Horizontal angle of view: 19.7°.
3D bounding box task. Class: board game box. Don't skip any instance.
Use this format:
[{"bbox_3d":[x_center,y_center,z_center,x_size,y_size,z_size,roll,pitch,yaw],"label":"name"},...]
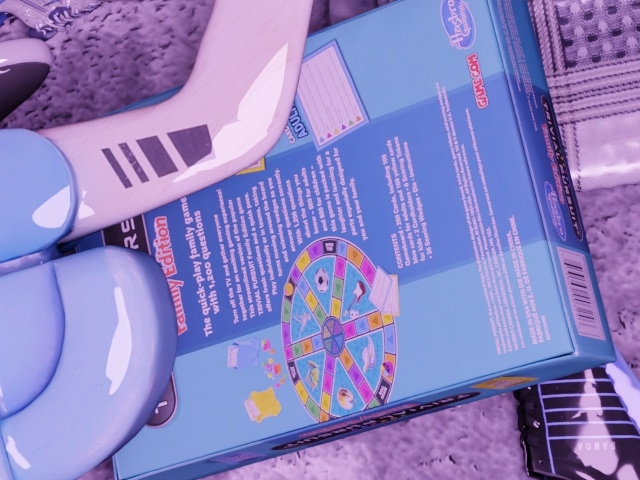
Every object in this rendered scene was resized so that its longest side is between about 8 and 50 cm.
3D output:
[{"bbox_3d":[0.000,0.000,1.212,0.336,0.079,0.253,-18,75,25],"label":"board game box"}]

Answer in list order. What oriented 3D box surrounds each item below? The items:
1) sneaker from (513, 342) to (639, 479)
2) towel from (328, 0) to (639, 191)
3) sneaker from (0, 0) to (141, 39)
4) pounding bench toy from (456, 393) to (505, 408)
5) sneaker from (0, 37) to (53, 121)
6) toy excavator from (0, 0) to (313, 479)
[{"bbox_3d":[0.162,0.111,1.223,0.090,0.081,0.232,-33,77,-9],"label":"sneaker"},{"bbox_3d":[0.161,-0.180,1.303,0.324,0.056,0.312,-7,77,6],"label":"towel"},{"bbox_3d":[-0.192,-0.174,1.352,0.135,0.052,0.058,2,87,15],"label":"sneaker"},{"bbox_3d":[0.087,0.083,1.247,0.083,0.065,0.052,8,78,8],"label":"pounding bench toy"},{"bbox_3d":[-0.295,-0.021,1.302,0.296,0.104,0.147,-30,77,6],"label":"sneaker"},{"bbox_3d":[-0.155,-0.009,1.142,0.445,0.222,0.432,-16,88,-1],"label":"toy excavator"}]
